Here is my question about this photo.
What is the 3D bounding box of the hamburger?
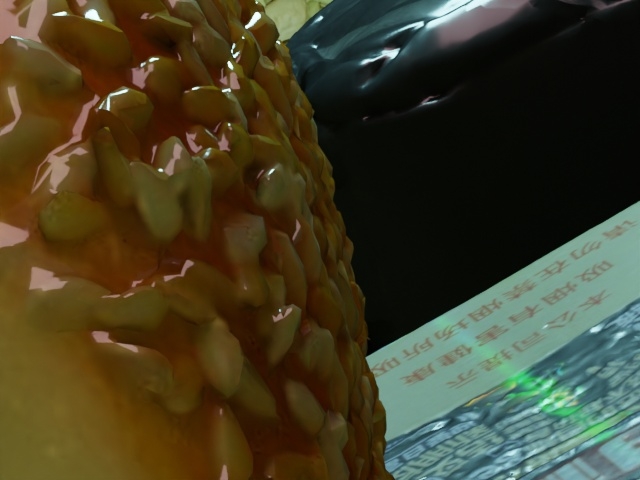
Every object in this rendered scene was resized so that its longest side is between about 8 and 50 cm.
[{"bbox_3d":[-0.105,0.065,0.500,0.250,0.330,0.330,-5,11,5],"label":"hamburger"}]

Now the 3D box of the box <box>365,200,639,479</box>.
[{"bbox_3d":[0.111,0.082,0.719,0.198,0.084,0.310,-29,13,-4],"label":"box"}]

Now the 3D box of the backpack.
[{"bbox_3d":[0.116,-0.072,1.165,0.363,0.254,0.445,-29,15,-4],"label":"backpack"}]
